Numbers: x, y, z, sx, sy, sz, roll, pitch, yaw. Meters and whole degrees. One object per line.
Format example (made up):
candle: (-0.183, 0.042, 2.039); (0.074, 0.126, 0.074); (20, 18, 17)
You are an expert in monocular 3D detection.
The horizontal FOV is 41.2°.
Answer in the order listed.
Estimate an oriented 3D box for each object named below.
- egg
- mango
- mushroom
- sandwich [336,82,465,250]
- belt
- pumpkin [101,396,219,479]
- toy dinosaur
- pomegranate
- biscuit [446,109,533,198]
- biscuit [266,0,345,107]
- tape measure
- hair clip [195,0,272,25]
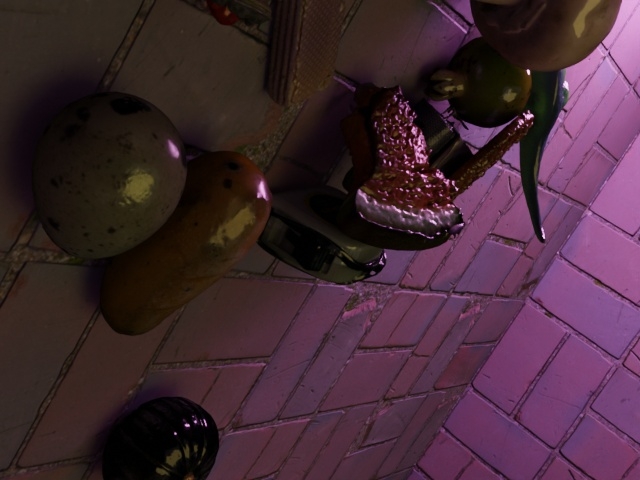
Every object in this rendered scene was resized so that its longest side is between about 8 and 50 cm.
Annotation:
egg: (-0.258, -0.071, 1.026); (0.177, 0.177, 0.228); (-16, 145, -50)
mango: (-0.207, 0.006, 1.231); (0.330, 0.175, 0.176); (-38, 132, 10)
mushroom: (0.335, -0.448, 1.460); (0.336, 0.314, 0.314); (1, 126, -27)
sandwich: (0.104, -0.127, 1.480); (0.251, 0.162, 0.300); (-1, 80, -38)
belt: (0.223, -0.195, 1.650); (0.126, 0.139, 0.230); (-41, 162, 10)
pumpkin: (-0.289, 0.389, 1.544); (0.220, 0.162, 0.220); (-37, 144, -33)
toy dinosaur: (0.481, -0.277, 1.731); (0.144, 0.499, 0.374); (-8, 167, -10)
pomegranate: (0.308, -0.299, 1.673); (0.211, 0.179, 0.179); (-26, 150, -1)
biscuit: (0.315, -0.146, 1.708); (0.305, 0.038, 0.305); (-42, 174, -5)
biscuit: (-0.017, -0.314, 1.243); (0.108, 0.062, 0.238); (-33, 148, -37)
tape measure: (0.000, 0.000, 1.493); (0.235, 0.207, 0.115); (-16, 140, -53)
hair clip: (-0.159, -0.331, 0.947); (0.091, 0.138, 0.321); (-26, 158, 14)
